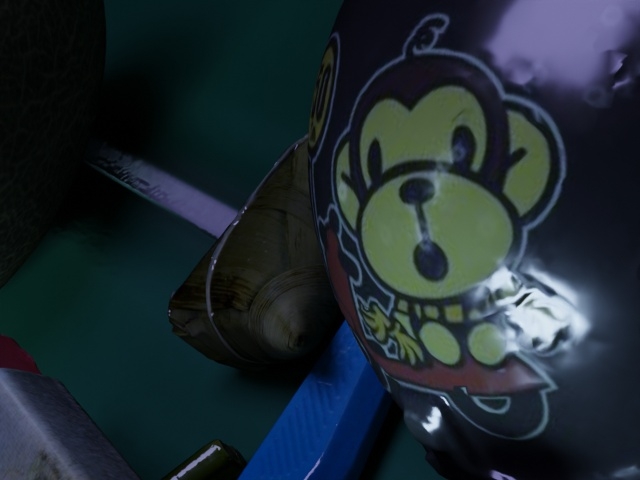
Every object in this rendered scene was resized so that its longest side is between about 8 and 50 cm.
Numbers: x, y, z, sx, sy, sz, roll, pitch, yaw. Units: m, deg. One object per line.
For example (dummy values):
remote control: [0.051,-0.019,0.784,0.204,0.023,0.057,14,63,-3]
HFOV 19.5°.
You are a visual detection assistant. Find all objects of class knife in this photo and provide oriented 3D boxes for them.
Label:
knife: [0.031,0.025,0.652,0.044,0.026,0.296,3,51,50]

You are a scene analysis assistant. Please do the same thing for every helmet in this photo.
helmet: [0.103,-0.059,0.538,0.279,0.160,0.230,-52,28,-17]

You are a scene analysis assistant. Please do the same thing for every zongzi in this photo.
zongzi: [0.000,0.000,0.678,0.104,0.052,0.113,-56,14,-16]

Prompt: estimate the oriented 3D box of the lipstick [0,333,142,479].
lipstick: [-0.070,0.100,0.597,0.051,0.051,0.312,-56,34,2]

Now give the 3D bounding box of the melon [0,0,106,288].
melon: [-0.230,-0.074,0.900,0.237,0.237,0.301,-17,33,39]

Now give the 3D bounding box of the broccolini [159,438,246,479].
broccolini: [-0.113,0.147,0.661,0.218,0.044,0.042,-36,13,1]
